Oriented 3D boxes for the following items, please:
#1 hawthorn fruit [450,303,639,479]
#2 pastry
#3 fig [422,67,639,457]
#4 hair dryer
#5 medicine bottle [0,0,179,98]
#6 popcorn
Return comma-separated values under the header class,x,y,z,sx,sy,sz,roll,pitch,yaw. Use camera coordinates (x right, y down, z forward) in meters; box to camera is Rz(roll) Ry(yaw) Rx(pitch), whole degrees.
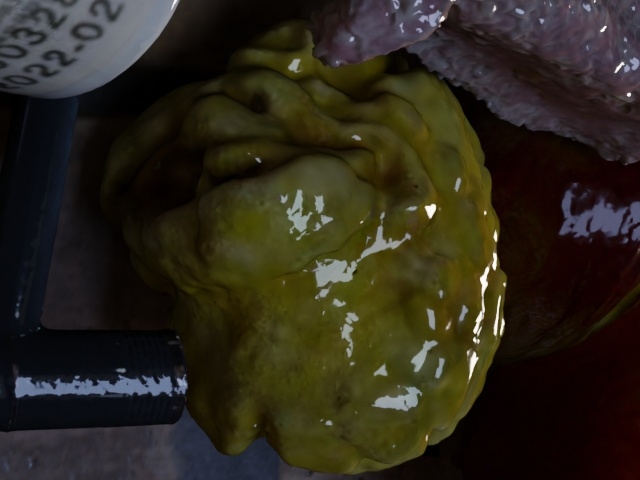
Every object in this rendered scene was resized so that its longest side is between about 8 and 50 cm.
class,x,y,z,sx,sy,sz,roll,pitch,yaw
hawthorn fruit,0.239,0.161,1.129,0.311,0.295,0.295,-5,111,-68
pastry,0.100,-0.113,0.816,0.265,0.103,0.112,13,74,-51
fig,0.130,0.017,1.031,0.190,0.190,0.290,-35,132,-37
hair dryer,-0.152,-0.011,0.758,0.173,0.050,0.195,0,79,-24
medicine bottle,-0.169,-0.140,0.605,0.252,0.144,0.144,15,95,-55
popcorn,0.000,0.000,0.834,0.226,0.200,0.203,-57,155,-12
